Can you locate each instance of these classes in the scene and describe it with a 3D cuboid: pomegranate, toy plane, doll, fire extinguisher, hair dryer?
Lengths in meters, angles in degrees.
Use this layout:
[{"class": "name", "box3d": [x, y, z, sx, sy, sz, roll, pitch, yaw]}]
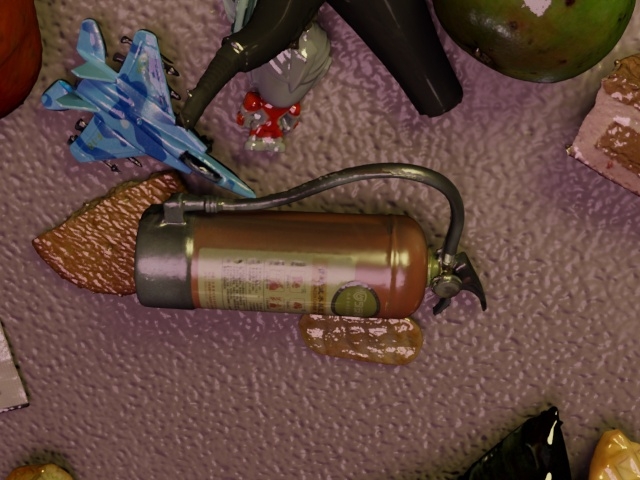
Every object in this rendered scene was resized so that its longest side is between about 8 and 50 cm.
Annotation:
[{"class": "pomegranate", "box3d": [0.203, -0.253, 0.813, 0.187, 0.187, 0.225, 30, 87, -5]}, {"class": "toy plane", "box3d": [-0.169, -0.120, 0.975, 0.246, 0.078, 0.169, 31, 115, -13]}, {"class": "doll", "box3d": [-0.039, -0.162, 0.936, 0.094, 0.079, 0.180, 3, 129, -24]}, {"class": "fire extinguisher", "box3d": [-0.001, 0.011, 0.953, 0.376, 0.113, 0.200, 3, 154, -1]}, {"class": "hair dryer", "box3d": [-0.010, -0.169, 0.791, 0.120, 0.359, 0.304, -6, 126, 40]}]

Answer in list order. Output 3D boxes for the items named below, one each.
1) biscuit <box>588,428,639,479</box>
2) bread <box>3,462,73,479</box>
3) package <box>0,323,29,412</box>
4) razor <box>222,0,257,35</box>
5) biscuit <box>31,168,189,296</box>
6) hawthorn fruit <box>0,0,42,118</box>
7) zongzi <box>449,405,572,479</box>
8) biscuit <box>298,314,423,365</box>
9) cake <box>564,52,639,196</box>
[{"class": "biscuit", "box3d": [0.408, 0.373, 1.045, 0.309, 0.205, 0.040, 39, 151, -14]}, {"class": "bread", "box3d": [-0.377, 0.410, 1.209, 0.139, 0.143, 0.229, -13, 110, 14]}, {"class": "package", "box3d": [-0.515, 0.148, 1.159, 0.250, 0.062, 0.204, -9, 114, 9]}, {"class": "razor", "box3d": [-0.179, -0.286, 0.916, 0.277, 0.056, 0.111, 24, 132, 5]}, {"class": "biscuit", "box3d": [-0.225, 0.002, 1.064, 0.206, 0.025, 0.126, -24, 108, 19]}, {"class": "hawthorn fruit", "box3d": [-0.410, -0.196, 0.850, 0.265, 0.307, 0.265, 0, 114, 1]}, {"class": "zongzi", "box3d": [0.162, 0.422, 1.096, 0.362, 0.319, 0.384, -18, 91, 19]}, {"class": "biscuit", "box3d": [0.046, 0.109, 1.074, 0.147, 0.018, 0.071, 9, 117, 6]}, {"class": "cake", "box3d": [0.379, -0.082, 0.889, 0.295, 0.113, 0.116, 26, 124, -4]}]
